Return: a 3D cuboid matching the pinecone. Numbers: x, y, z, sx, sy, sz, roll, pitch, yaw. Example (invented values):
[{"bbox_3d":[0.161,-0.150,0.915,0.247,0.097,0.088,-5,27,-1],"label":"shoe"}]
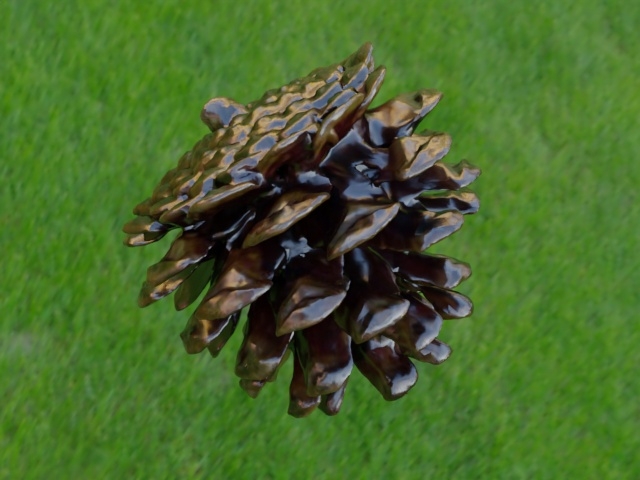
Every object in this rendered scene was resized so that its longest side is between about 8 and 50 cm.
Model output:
[{"bbox_3d":[0.000,0.000,0.838,0.207,0.208,0.208,14,51,-18],"label":"pinecone"}]
